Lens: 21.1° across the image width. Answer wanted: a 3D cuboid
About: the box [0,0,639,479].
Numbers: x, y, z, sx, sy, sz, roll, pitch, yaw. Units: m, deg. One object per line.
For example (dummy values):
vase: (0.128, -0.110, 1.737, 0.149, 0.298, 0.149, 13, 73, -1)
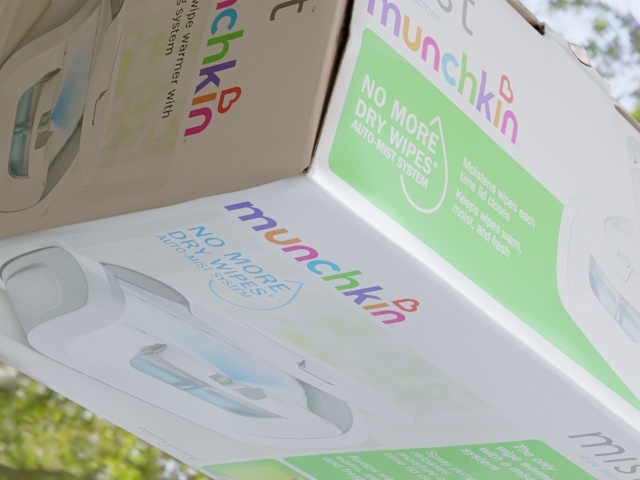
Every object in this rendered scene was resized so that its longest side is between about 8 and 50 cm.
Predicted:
box: (0.000, 0.000, 0.676, 0.231, 0.262, 0.126, -9, -123, 38)
